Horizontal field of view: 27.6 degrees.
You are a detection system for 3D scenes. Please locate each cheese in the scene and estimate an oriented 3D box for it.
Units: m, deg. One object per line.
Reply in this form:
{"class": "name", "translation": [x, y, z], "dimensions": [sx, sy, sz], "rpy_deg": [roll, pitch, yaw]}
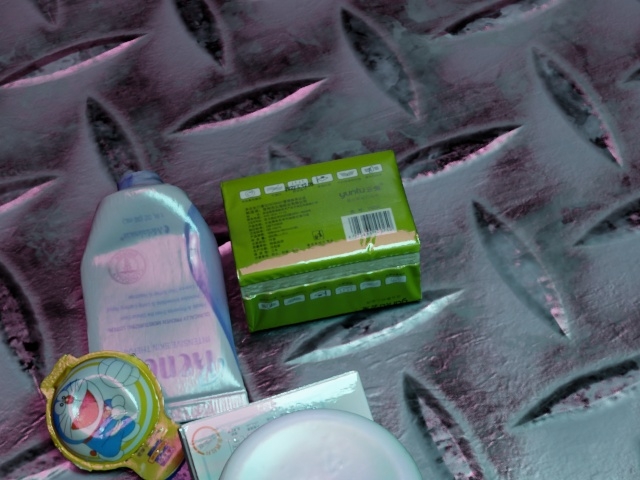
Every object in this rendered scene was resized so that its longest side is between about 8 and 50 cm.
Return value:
{"class": "cheese", "translation": [-0.281, 0.263, 1.869], "dimensions": [0.270, 0.069, 0.177], "rpy_deg": [35, 81, 9]}

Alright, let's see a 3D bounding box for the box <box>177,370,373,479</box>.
{"class": "box", "translation": [-0.057, 0.281, 1.820], "dimensions": [0.269, 0.079, 0.135], "rpy_deg": [-17, 82, -8]}

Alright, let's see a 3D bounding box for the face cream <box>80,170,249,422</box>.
{"class": "face cream", "translation": [-0.255, 0.086, 2.002], "dimensions": [0.235, 0.137, 0.420], "rpy_deg": [-9, 66, -4]}

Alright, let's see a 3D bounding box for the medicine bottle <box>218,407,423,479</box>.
{"class": "medicine bottle", "translation": [0.006, 0.384, 1.620], "dimensions": [0.256, 0.325, 0.256], "rpy_deg": [-2, 56, 3]}

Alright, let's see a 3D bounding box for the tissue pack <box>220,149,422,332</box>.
{"class": "tissue pack", "translation": [0.000, 0.000, 1.993], "dimensions": [0.275, 0.167, 0.200], "rpy_deg": [-12, 53, -3]}
